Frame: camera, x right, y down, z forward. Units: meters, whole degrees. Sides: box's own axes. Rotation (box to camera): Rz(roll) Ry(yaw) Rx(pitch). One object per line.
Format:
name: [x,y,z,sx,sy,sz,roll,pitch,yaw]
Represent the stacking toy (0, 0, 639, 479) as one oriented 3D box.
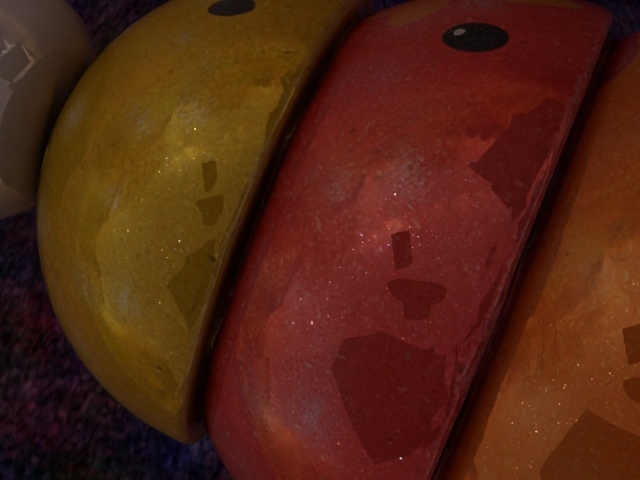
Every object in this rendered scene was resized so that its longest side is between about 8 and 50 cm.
stacking toy: [0.000,0.000,0.639,0.479,0.350,0.351,21,113,5]
